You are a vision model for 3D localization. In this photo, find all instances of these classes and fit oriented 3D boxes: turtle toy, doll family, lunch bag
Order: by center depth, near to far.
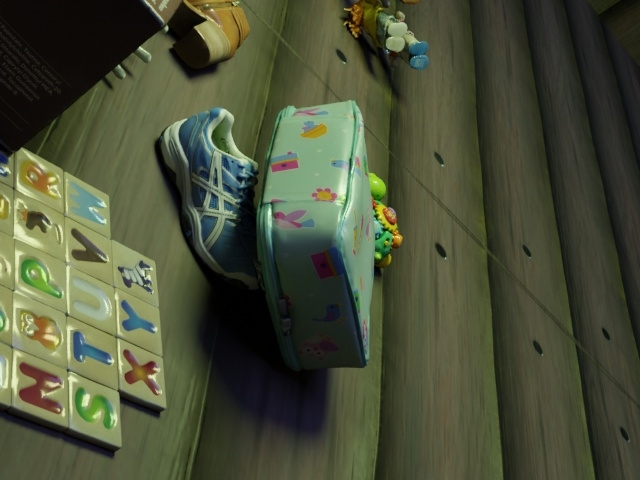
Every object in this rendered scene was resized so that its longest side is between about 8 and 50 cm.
[{"bbox_3d":[0.000,0.000,1.275,0.279,0.108,0.224,-82,168,-49],"label":"lunch bag"},{"bbox_3d":[0.065,-0.029,1.536,0.095,0.066,0.130,27,39,-45],"label":"turtle toy"},{"bbox_3d":[0.107,-0.408,1.904,0.118,0.263,0.163,-2,30,-24],"label":"doll family"}]

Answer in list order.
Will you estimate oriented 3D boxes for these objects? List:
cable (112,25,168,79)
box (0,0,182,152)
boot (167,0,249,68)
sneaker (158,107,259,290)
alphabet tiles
[{"bbox_3d":[-0.299,-0.287,1.260,0.287,0.072,0.139,39,47,-8],"label":"cable"},{"bbox_3d":[-0.248,-0.224,1.063,0.167,0.203,0.168,48,25,-18],"label":"box"},{"bbox_3d":[-0.166,-0.313,1.464,0.197,0.073,0.152,64,26,-13],"label":"boot"},{"bbox_3d":[-0.104,-0.047,1.256,0.080,0.081,0.211,0,63,-61],"label":"sneaker"},{"bbox_3d":[-0.263,0.021,0.993,0.342,0.011,0.285,31,36,-40],"label":"alphabet tiles"}]
